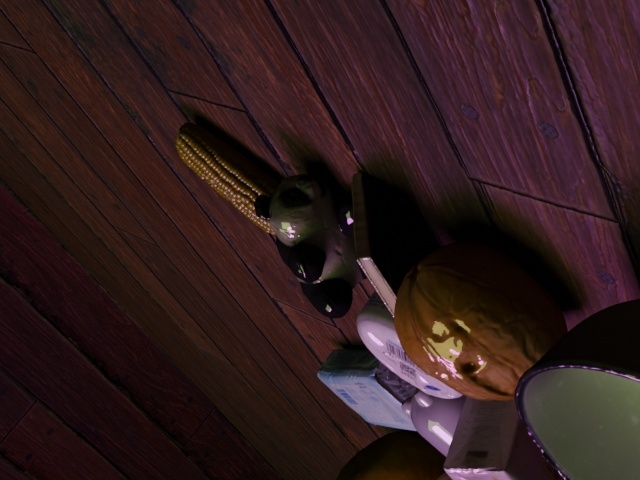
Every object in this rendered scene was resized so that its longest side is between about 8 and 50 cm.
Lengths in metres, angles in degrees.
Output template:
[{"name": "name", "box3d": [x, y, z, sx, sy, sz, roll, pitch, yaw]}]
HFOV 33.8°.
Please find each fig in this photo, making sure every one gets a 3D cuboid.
[{"name": "fig", "box3d": [0.180, 0.566, 2.275, 0.343, 0.343, 0.343, 34, 161, 13]}]

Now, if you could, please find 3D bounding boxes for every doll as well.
[{"name": "doll", "box3d": [0.000, 0.002, 1.535, 0.135, 0.143, 0.234, 31, 161, 40]}]

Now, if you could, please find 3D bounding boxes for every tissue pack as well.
[{"name": "tissue pack", "box3d": [0.122, 0.289, 2.060, 0.177, 0.089, 0.263, 42, 159, -14]}, {"name": "tissue pack", "box3d": [0.313, 0.342, 1.652, 0.124, 0.185, 0.225, -8, 134, 40]}]

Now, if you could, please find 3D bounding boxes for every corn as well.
[{"name": "corn", "box3d": [-0.132, -0.095, 1.644, 0.231, 0.080, 0.080, 37, 161, 3]}]

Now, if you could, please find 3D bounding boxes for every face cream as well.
[{"name": "face cream", "box3d": [0.159, 0.150, 1.630, 0.206, 0.111, 0.206, 33, 162, 12]}]

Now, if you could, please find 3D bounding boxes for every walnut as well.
[{"name": "walnut", "box3d": [0.201, 0.107, 1.340, 0.225, 0.193, 0.193, 45, 161, -17]}]

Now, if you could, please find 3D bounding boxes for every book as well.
[{"name": "book", "box3d": [0.097, 0.035, 1.446, 0.024, 0.160, 0.228, -19, 135, 16]}]

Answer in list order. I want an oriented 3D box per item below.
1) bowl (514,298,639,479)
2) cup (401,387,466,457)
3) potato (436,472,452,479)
[{"name": "bowl", "box3d": [0.401, 0.180, 1.100, 0.354, 0.185, 0.354, 33, 155, 18]}, {"name": "cup", "box3d": [0.232, 0.282, 1.818, 0.142, 0.173, 0.134, 39, 130, 3]}, {"name": "potato", "box3d": [0.267, 0.447, 1.777, 0.178, 0.118, 0.109, 6, -162, -6]}]
